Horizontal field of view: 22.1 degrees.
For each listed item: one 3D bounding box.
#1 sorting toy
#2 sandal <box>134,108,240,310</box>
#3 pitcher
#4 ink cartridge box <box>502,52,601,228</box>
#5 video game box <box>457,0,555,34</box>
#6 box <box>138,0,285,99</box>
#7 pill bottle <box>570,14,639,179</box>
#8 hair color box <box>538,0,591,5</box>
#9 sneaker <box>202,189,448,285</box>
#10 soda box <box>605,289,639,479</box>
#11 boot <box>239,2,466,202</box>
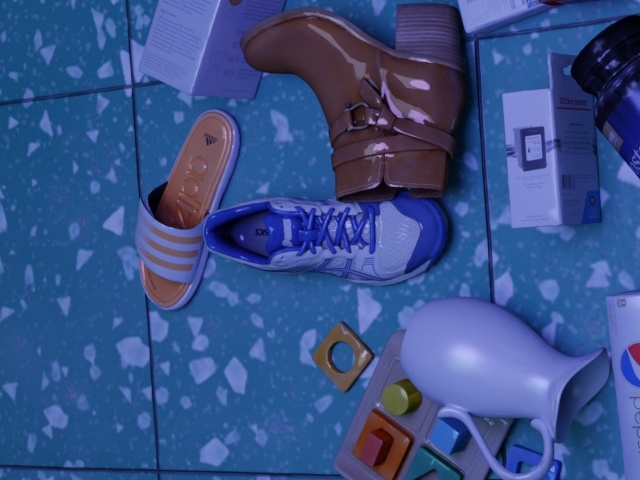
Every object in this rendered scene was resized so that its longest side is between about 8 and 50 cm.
[{"bbox_3d":[0.110,0.227,1.883,0.347,0.047,0.196,34,110,28],"label":"sorting toy"},{"bbox_3d":[-0.183,-0.041,2.045,0.102,0.076,0.265,27,107,30],"label":"sandal"},{"bbox_3d":[0.182,0.159,1.769,0.207,0.125,0.178,20,65,27],"label":"pitcher"},{"bbox_3d":[0.246,-0.105,1.746,0.060,0.104,0.180,-4,89,34],"label":"ink cartridge box"},{"bbox_3d":[0.222,-0.350,1.784,0.187,0.048,0.205,-17,83,34],"label":"video game box"},{"bbox_3d":[-0.124,-0.265,1.964,0.091,0.130,0.171,27,106,30],"label":"box"},{"bbox_3d":[0.356,-0.118,1.662,0.123,0.122,0.219,-47,68,26],"label":"pill bottle"},{"bbox_3d":[0.263,-0.319,1.707,0.072,0.043,0.141,-3,89,32],"label":"hair color box"},{"bbox_3d":[0.000,0.000,1.897,0.296,0.131,0.112,-4,88,32],"label":"sneaker"},{"bbox_3d":[0.352,0.158,1.706,0.069,0.074,0.216,-8,88,33],"label":"soda box"},{"bbox_3d":[0.031,-0.149,1.872,0.283,0.109,0.220,0,80,20],"label":"boot"}]
